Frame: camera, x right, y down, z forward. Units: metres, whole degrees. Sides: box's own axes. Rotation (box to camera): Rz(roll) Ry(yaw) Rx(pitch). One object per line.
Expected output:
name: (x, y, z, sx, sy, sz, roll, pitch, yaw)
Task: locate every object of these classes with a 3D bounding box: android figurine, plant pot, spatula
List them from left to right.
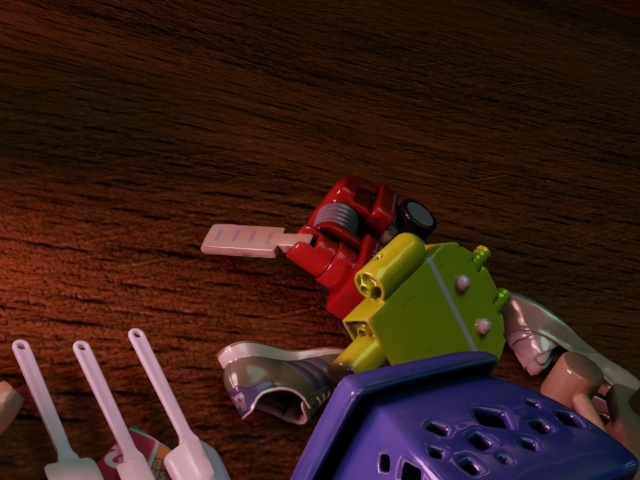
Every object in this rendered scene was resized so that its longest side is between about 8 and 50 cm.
spatula: (-0.189, 0.173, 0.984, 0.168, 0.019, 0.242, -5, 41, -32)
android figurine: (0.127, 0.110, 1.206, 0.273, 0.056, 0.248, -38, 110, -35)
plant pot: (0.109, 0.240, 0.980, 0.236, 0.235, 0.212, -6, 40, -42)

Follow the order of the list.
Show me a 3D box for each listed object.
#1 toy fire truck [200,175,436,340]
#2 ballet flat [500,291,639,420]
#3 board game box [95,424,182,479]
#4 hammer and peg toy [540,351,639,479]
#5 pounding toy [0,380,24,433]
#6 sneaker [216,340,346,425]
toy fire truck: (0.000, 0.000, 1.335, 0.246, 0.158, 0.217, 34, 31, -11)
ballet flat: (0.323, 0.162, 1.401, 0.248, 0.086, 0.086, 34, 32, 6)
board game box: (-0.180, 0.269, 0.895, 0.124, 0.039, 0.259, 32, 34, 6)
hammer and peg toy: (0.421, 0.289, 1.244, 0.361, 0.127, 0.266, 22, 34, -11)
pounding toy: (-0.400, 0.129, 0.888, 0.270, 0.154, 0.154, 28, 59, 16)
sneaker: (-0.021, 0.165, 1.147, 0.192, 0.064, 0.086, 9, 49, -33)
